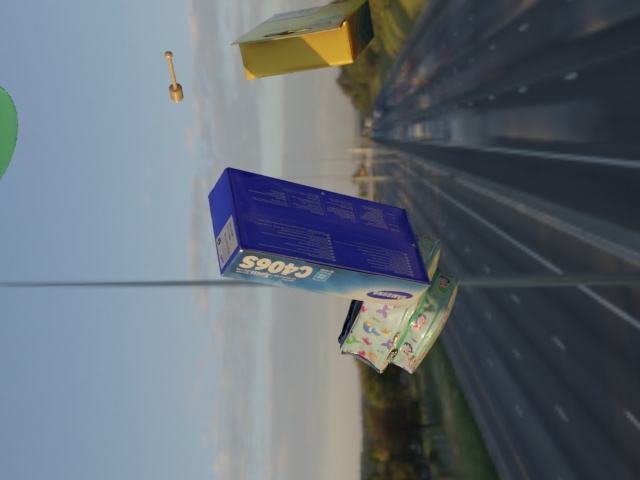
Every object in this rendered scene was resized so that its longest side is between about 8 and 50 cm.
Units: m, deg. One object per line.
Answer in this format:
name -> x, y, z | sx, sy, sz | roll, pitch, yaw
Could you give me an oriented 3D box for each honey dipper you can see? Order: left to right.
honey dipper -> -0.327, -0.363, 2.031 | 0.160, 0.030, 0.030 | 92, 178, -64

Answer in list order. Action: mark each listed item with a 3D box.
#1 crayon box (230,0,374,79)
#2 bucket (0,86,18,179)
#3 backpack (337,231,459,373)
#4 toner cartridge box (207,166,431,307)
crayon box -> -0.025, -0.368, 1.684 | 0.318, 0.202, 0.081 | -61, -37, -65
bucket -> -0.627, -0.173, 1.442 | 0.281, 0.183, 0.281 | -53, -20, -29
backpack -> 0.152, 0.108, 1.735 | 0.225, 0.191, 0.253 | -55, -19, -47
toner cartridge box -> 0.000, 0.000, 1.463 | 0.075, 0.348, 0.165 | -50, 40, 40
